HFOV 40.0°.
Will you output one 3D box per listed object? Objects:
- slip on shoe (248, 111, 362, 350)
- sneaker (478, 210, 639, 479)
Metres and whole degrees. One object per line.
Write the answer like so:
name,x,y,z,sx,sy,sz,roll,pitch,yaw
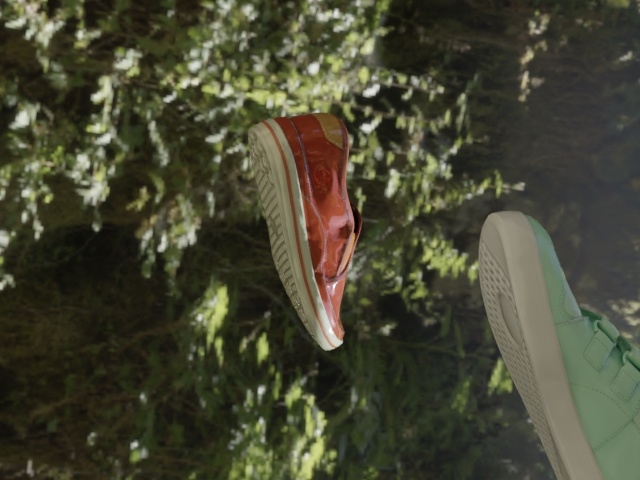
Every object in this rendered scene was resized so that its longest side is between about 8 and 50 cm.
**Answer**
slip on shoe,0.000,0.000,0.973,0.123,0.101,0.331,-124,-162,-45
sneaker,0.207,0.073,0.590,0.094,0.151,0.256,-116,-179,-75
